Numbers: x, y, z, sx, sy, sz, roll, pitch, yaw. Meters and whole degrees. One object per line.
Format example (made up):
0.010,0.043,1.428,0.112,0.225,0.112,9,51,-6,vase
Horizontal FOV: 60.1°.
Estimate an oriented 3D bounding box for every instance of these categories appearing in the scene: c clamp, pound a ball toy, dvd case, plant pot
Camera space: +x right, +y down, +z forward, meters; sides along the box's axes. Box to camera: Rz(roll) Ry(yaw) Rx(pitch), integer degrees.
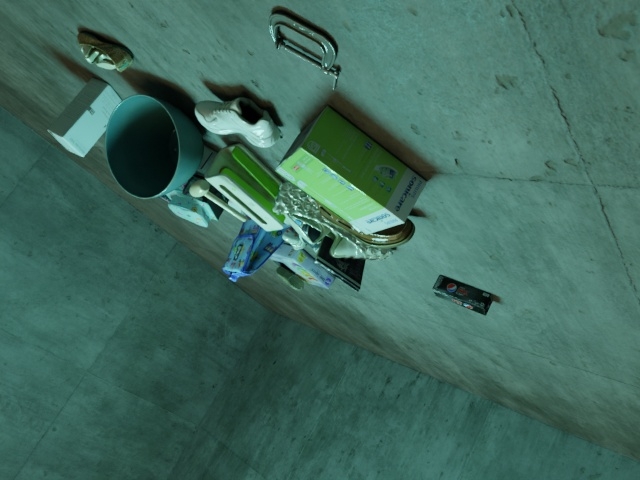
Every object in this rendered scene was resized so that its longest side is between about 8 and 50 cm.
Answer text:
-0.030,-0.350,1.024,0.160,0.022,0.137,31,164,-3,c clamp
-0.245,-0.137,1.675,0.135,0.208,0.319,-5,143,46,pound a ball toy
0.069,0.051,1.752,0.164,0.221,0.018,35,121,-11,dvd case
-0.463,-0.278,1.645,0.290,0.290,0.195,24,-161,23,plant pot

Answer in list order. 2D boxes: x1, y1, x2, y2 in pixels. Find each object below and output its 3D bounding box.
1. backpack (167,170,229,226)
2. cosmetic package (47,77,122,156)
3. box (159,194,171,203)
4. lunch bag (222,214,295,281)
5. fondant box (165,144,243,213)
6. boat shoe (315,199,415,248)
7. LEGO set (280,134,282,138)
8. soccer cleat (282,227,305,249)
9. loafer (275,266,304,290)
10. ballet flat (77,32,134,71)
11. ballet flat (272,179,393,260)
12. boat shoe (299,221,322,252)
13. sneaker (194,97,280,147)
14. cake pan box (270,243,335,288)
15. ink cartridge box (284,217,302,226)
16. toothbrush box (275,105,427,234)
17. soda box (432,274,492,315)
-0.414,-0.139,1.786,0.188,0.144,0.166,29,167,14,backpack
-0.755,-0.399,1.795,0.085,0.231,0.117,24,163,22,cosmetic package
-0.494,-0.186,2.086,0.233,0.159,0.044,31,164,-1,box
-0.242,0.025,2.018,0.138,0.293,0.221,38,162,-24,lunch bag
-0.388,-0.229,1.889,0.330,0.096,0.238,32,163,0,fondant box
0.103,-0.065,1.467,0.307,0.111,0.104,17,160,40,boat shoe
-0.134,-0.279,1.430,0.083,0.024,0.054,13,161,14,LEGO set
-0.080,0.000,1.921,0.068,0.076,0.196,28,-167,17,soccer cleat
-0.133,0.170,2.452,0.148,0.056,0.050,39,167,11,loafer
-0.598,-0.506,1.494,0.206,0.067,0.073,24,162,25,ballet flat
0.028,-0.027,1.678,0.408,0.147,0.147,34,164,-12,ballet flat
0.000,0.000,1.870,0.079,0.095,0.254,24,164,27,boat shoe
-0.210,-0.316,1.361,0.232,0.090,0.115,17,154,14,sneaker
-0.101,0.103,2.404,0.266,0.070,0.246,12,153,51,cake pan box
-0.100,-0.087,1.868,0.122,0.052,0.088,26,163,12,ink cartridge box
0.064,-0.148,1.272,0.283,0.122,0.206,35,163,-12,toothbrush box
0.427,0.164,1.665,0.168,0.053,0.060,22,162,31,soda box
